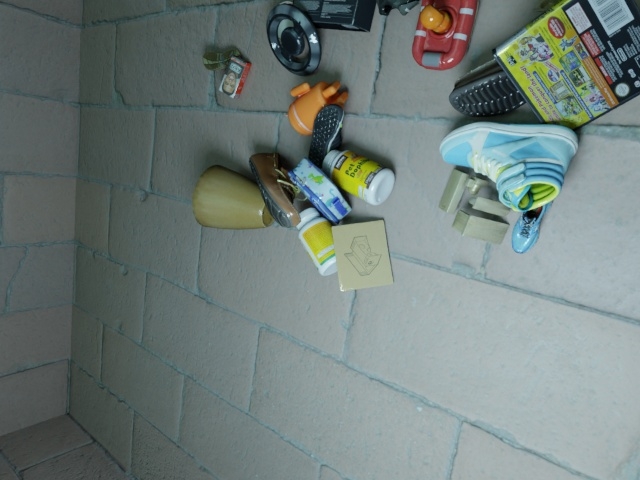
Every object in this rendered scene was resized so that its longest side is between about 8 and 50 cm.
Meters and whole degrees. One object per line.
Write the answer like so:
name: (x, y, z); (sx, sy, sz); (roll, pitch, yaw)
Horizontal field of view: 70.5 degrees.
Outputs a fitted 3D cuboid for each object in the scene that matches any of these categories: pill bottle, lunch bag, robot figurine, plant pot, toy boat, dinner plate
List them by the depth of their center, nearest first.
toy boat: (0.307, -0.568, 1.167); (0.151, 0.151, 0.231); (20, 108, 32)
pill bottle: (0.110, -0.200, 1.377); (0.215, 0.117, 0.117); (32, 112, 32)
lunch bag: (0.005, -0.148, 1.397); (0.090, 0.219, 0.176); (-45, 66, 2)
robot figurine: (-0.016, -0.423, 1.452); (0.219, 0.158, 0.128); (-26, 62, 37)
pill bottle: (0.000, 0.000, 1.480); (0.117, 0.118, 0.208); (-45, 67, 31)
dinner plate: (-0.125, -0.758, 1.581); (0.141, 0.017, 0.141); (4, 97, 38)
plant pot: (-0.291, -0.136, 1.648); (0.254, 0.237, 0.237); (15, 103, 22)

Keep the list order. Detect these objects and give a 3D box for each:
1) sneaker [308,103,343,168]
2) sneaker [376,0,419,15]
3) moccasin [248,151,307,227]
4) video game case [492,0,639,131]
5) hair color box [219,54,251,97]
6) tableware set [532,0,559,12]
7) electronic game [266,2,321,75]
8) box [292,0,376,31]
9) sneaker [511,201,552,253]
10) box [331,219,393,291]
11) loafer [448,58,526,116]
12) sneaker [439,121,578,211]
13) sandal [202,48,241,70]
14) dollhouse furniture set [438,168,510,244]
sneaker: (0.027, -0.332, 1.426); (0.084, 0.097, 0.234); (41, 136, 16)
sneaker: (0.253, -0.687, 1.258); (0.234, 0.078, 0.106); (2, 101, 39)
moccasin: (-0.129, -0.179, 1.504); (0.380, 0.147, 0.139); (-118, 10, -52)
video game case: (0.551, -0.378, 0.961); (0.275, 0.035, 0.248); (41, 128, -23)
hair color box: (-0.324, -0.621, 1.718); (0.072, 0.043, 0.141); (31, 115, 9)
tableware set: (0.563, -0.549, 1.005); (0.141, 0.020, 0.168); (21, 71, 38)
electronic game: (-0.089, -0.651, 1.479); (0.229, 0.048, 0.229); (31, 148, 22)
box: (0.044, -0.757, 1.395); (0.261, 0.103, 0.184); (24, 112, 35)
sneaker: (0.506, -0.045, 1.107); (0.063, 0.073, 0.162); (25, 109, 34)
box: (0.128, 0.045, 1.385); (0.165, 0.021, 0.201); (-8, 88, -1)
loafer: (0.487, -0.416, 1.079); (0.366, 0.134, 0.130); (-18, 56, 28)
sneaker: (0.419, -0.169, 1.077); (0.319, 0.127, 0.208); (6, 62, 36)
sandal: (-0.382, -0.705, 1.772); (0.180, 0.049, 0.072); (0, 100, 23)
dollhouse furniture set: (0.416, -0.093, 1.204); (0.151, 0.123, 0.144); (-123, 48, -63)
